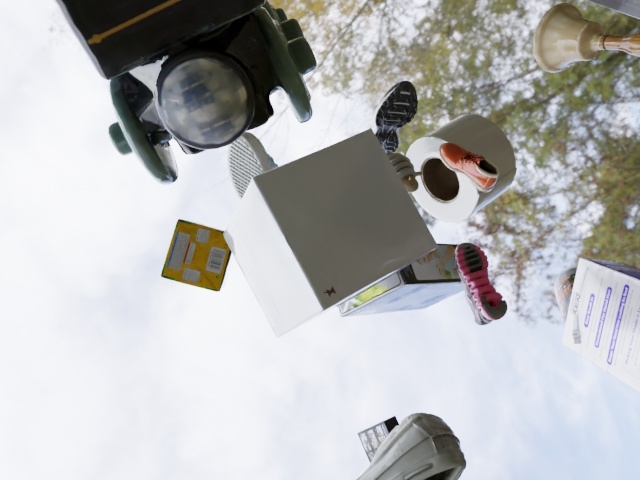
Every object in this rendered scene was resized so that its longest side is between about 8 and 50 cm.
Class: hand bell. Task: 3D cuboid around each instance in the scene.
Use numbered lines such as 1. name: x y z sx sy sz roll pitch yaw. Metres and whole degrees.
1. hand bell: 0.503 -0.341 1.078 0.126 0.126 0.242 24 -173 -33

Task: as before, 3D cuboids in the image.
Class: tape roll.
1. tape roll: 0.368 -0.191 1.651 0.169 0.246 0.246 -32 -89 -31

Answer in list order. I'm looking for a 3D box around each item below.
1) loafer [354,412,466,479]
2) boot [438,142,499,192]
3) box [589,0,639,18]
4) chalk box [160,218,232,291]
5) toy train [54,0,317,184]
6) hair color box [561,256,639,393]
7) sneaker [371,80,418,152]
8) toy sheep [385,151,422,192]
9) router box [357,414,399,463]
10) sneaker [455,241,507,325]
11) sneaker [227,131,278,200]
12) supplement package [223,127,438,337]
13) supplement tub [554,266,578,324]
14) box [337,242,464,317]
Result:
1. loafer: 0.089 0.392 0.890 0.112 0.320 0.111 23 -163 -30
2. boot: 0.344 -0.184 1.433 0.158 0.085 0.059 38 -103 12
3. box: 0.336 -0.269 0.639 0.182 0.056 0.231 18 -147 -3
4. chalk box: -0.265 0.031 1.406 0.131 0.213 0.133 16 -92 -5
5. toy train: -0.099 -0.174 0.442 0.334 0.142 0.190 -109 -5 -62
6. hair color box: 0.576 0.159 1.093 0.110 0.339 0.185 5 -79 -13
7. sneaker: 0.180 -0.334 1.624 0.100 0.271 0.108 4 -112 -9
8. toy sheep: 0.155 -0.142 1.299 0.091 0.091 0.132 -4 -144 -45
9. router box: 0.175 0.543 1.552 0.046 0.133 0.179 -12 -111 -35
10. sneaker: 0.206 0.061 0.838 0.047 0.057 0.120 -7 -119 -12
11. sneaker: -0.119 -0.134 1.617 0.150 0.135 0.366 -50 -49 -40
12. supplement package: 0.000 0.000 0.943 0.198 0.262 0.199 -26 -97 -23
13. supplement tub: 0.637 0.154 1.504 0.117 0.117 0.190 48 -156 -12
14. box: 0.172 0.076 1.232 0.289 0.169 0.087 3 -117 -49
